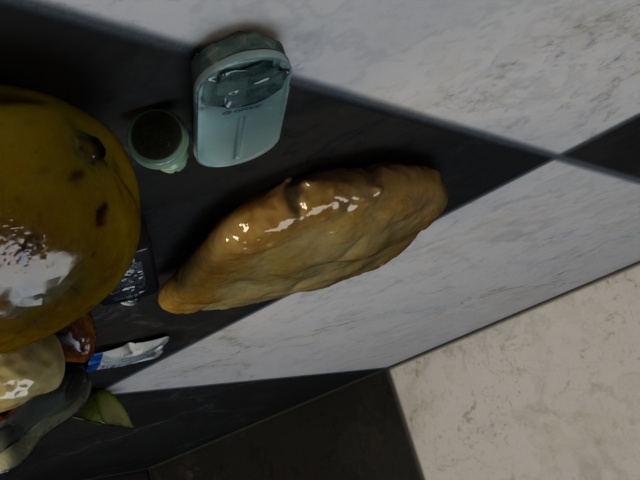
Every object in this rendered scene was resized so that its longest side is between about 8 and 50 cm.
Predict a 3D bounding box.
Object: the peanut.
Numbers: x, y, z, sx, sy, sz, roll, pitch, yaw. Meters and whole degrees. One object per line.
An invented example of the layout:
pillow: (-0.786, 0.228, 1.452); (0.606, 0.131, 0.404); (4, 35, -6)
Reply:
peanut: (-0.498, 0.157, 1.269); (0.313, 0.149, 0.149); (9, 160, -4)

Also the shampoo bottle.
shampoo bottle: (-0.294, 0.044, 1.418); (0.098, 0.071, 0.309); (-15, 163, -12)

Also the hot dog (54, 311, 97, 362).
hot dog: (-0.428, 0.118, 1.374); (0.227, 0.099, 0.160); (9, 136, 1)

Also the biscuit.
biscuit: (0.000, 0.001, 1.525); (0.429, 0.104, 0.446); (-8, 162, -28)

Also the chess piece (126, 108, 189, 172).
chess piece: (-0.176, -0.105, 1.081); (0.067, 0.067, 0.103); (-17, 172, -1)

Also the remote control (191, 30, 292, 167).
remote control: (-0.091, -0.147, 1.040); (0.104, 0.052, 0.247); (-15, 163, -14)

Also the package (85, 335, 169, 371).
package: (-0.412, 0.244, 2.033); (0.173, 0.027, 0.171); (-10, 165, -22)

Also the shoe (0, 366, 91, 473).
shoe: (-0.590, 0.306, 1.889); (0.132, 0.171, 0.336); (-9, -160, 24)

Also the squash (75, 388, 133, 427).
squash: (-0.564, 0.400, 2.334); (0.184, 0.085, 0.192); (9, 166, 15)

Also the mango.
mango: (-0.390, 0.003, 0.895); (0.445, 0.220, 0.301); (-17, 148, -5)
